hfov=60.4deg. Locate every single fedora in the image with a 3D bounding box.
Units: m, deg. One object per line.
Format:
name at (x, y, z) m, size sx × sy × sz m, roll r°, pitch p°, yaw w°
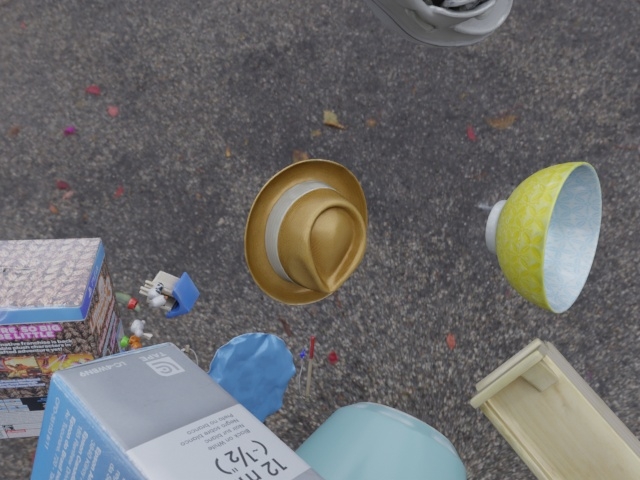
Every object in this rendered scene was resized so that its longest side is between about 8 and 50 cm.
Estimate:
fedora at (0.000, 0.000, 0.680) m, size 0.194 × 0.194 × 0.079 m, roll -43°, pitch 34°, yaw -10°

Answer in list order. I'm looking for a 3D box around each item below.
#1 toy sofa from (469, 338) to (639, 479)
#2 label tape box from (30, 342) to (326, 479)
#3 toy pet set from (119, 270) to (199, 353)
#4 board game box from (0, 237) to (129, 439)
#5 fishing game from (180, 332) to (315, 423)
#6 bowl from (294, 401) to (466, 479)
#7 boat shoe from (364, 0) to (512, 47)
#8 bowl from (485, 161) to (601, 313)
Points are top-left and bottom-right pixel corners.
toy sofa at (0.431, 0.350, 0.912) m, size 0.150 × 0.177 × 0.362 m, roll -45°, pitch 71°, yaw 18°
label tape box at (-0.069, 0.270, 0.367) m, size 0.348 × 0.115 × 0.249 m, roll 30°, pitch 110°, yaw 30°
toy pet set at (-0.224, 0.105, 0.779) m, size 0.065 × 0.122 × 0.114 m, roll 23°, pitch 37°, yaw -2°
board game box at (-0.430, 0.153, 0.819) m, size 0.232 × 0.291 × 0.141 m, roll -1°, pitch 39°, yaw -7°
fishing game at (-0.131, 0.254, 1.004) m, size 0.041 × 0.264 × 0.189 m, roll 21°, pitch 110°, yaw 57°
bowl at (0.102, 0.370, 0.861) m, size 0.312 × 0.311 × 0.163 m, roll 20°, pitch 60°, yaw 20°
boat shoe at (0.082, -0.183, 0.356) m, size 0.088 × 0.268 × 0.096 m, roll 38°, pitch 107°, yaw 31°
bowl at (0.424, -0.016, 1.086) m, size 0.156 × 0.289 × 0.289 m, roll 14°, pitch 66°, yaw 43°
